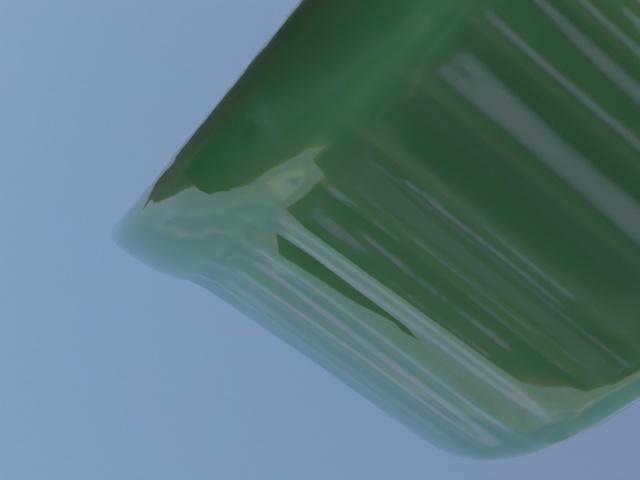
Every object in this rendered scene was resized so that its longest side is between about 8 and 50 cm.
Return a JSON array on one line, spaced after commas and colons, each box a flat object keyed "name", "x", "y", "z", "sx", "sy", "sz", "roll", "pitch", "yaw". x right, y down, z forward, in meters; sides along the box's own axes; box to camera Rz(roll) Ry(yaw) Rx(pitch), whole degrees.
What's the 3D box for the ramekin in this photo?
[{"name": "ramekin", "x": 0.080, "y": -0.071, "z": 0.454, "sx": 0.148, "sy": 0.303, "sz": 0.303, "roll": 40, "pitch": -79, "yaw": -7}]
